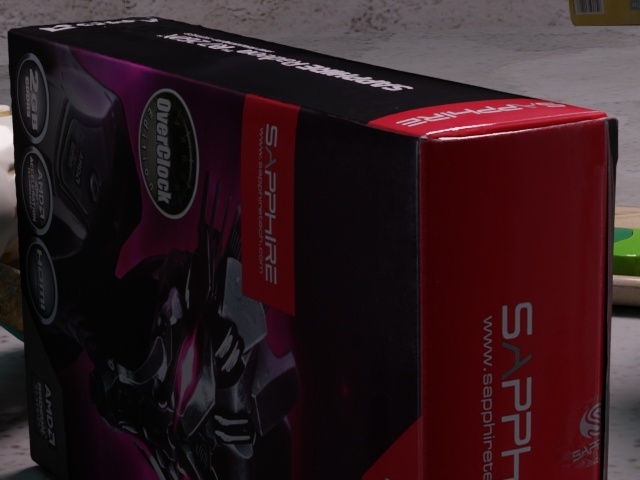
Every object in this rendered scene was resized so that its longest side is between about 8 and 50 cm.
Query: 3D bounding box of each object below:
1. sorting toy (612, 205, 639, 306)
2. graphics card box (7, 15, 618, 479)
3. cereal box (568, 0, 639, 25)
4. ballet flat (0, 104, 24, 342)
[{"bbox_3d":[0.220,0.002,1.373,0.307,0.041,0.229,4,15,20],"label":"sorting toy"},{"bbox_3d":[-0.022,0.033,0.865,0.094,0.233,0.371,-9,17,-29],"label":"graphics card box"},{"bbox_3d":[0.278,-0.152,1.070,0.240,0.047,0.173,-11,8,-21],"label":"cereal box"},{"bbox_3d":[-0.174,-0.014,1.062,0.123,0.123,0.348,4,-11,19],"label":"ballet flat"}]
